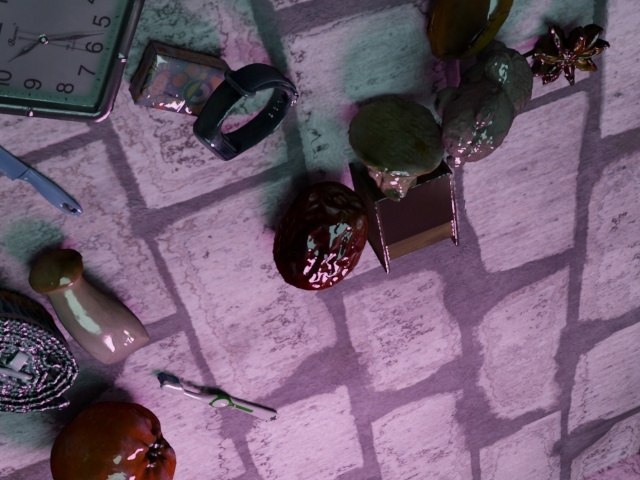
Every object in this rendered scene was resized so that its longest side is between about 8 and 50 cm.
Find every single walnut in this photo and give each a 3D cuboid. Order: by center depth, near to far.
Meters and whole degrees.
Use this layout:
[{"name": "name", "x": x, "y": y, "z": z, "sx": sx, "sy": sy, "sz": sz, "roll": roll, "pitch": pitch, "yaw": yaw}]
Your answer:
[{"name": "walnut", "x": 0.275, "y": -0.420, "z": 1.789, "sx": 0.137, "sy": 0.137, "sz": 0.245, "roll": -1, "pitch": 133, "yaw": -28}]

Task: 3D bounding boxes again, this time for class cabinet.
[{"name": "cabinet", "x": 0.176, "y": -0.077, "z": 2.071, "sx": 0.175, "sy": 0.148, "sz": 0.215, "roll": -22, "pitch": 135, "yaw": -7}]

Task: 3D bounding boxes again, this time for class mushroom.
[{"name": "mushroom", "x": -0.455, "y": 0.147, "z": 1.973, "sx": 0.128, "sy": 0.128, "sz": 0.350, "roll": -28, "pitch": 135, "yaw": 0}]

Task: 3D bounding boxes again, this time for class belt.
[{"name": "belt", "x": -0.616, "y": 0.211, "z": 1.924, "sx": 0.295, "sy": 0.160, "sz": 0.207, "roll": 22, "pitch": 101, "yaw": -44}]

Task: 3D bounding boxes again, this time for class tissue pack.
[{"name": "tissue pack", "x": -0.242, "y": -0.275, "z": 1.701, "sx": 0.148, "sy": 0.060, "sz": 0.108, "roll": 8, "pitch": 126, "yaw": -36}]

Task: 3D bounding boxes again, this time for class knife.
[{"name": "knife", "x": -0.532, "y": -0.122, "z": 1.735, "sx": 0.044, "sy": 0.019, "sz": 0.313, "roll": -34, "pitch": 137, "yaw": 11}]

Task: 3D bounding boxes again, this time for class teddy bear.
[{"name": "teddy bear", "x": 0.305, "y": -0.257, "z": 1.868, "sx": 0.267, "sy": 0.151, "sz": 0.236, "roll": -48, "pitch": 168, "yaw": -38}]

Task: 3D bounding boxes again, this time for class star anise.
[{"name": "star anise", "x": 0.469, "y": -0.381, "z": 1.975, "sx": 0.234, "sy": 0.073, "sz": 0.177, "roll": 5, "pitch": 145, "yaw": -36}]

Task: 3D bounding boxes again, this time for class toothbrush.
[{"name": "toothbrush", "x": -0.238, "y": 0.394, "z": 2.404, "sx": 0.042, "sy": 0.040, "sz": 0.418, "roll": -45, "pitch": 137, "yaw": 15}]

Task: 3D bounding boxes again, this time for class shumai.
[{"name": "shumai", "x": 0.143, "y": -0.176, "z": 1.930, "sx": 0.201, "sy": 0.201, "sz": 0.120, "roll": -11, "pitch": 155, "yaw": -19}]

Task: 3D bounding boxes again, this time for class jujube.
[{"name": "jujube", "x": 0.000, "y": 0.000, "z": 2.025, "sx": 0.183, "sy": 0.183, "sz": 0.243, "roll": -1, "pitch": 142, "yaw": -29}]

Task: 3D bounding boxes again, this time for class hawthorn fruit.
[{"name": "hawthorn fruit", "x": -0.464, "y": 0.495, "z": 2.217, "sx": 0.284, "sy": 0.284, "sz": 0.284, "roll": -15, "pitch": 138, "yaw": -15}]

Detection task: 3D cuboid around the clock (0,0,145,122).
[{"name": "clock", "x": -0.435, "y": -0.317, "z": 1.559, "sx": 0.279, "sy": 0.049, "sz": 0.273, "roll": 3, "pitch": 129, "yaw": -32}]

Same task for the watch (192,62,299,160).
[{"name": "watch", "x": -0.133, "y": -0.232, "z": 1.747, "sx": 0.193, "sy": 0.068, "sz": 0.206, "roll": -45, "pitch": 163, "yaw": 1}]
